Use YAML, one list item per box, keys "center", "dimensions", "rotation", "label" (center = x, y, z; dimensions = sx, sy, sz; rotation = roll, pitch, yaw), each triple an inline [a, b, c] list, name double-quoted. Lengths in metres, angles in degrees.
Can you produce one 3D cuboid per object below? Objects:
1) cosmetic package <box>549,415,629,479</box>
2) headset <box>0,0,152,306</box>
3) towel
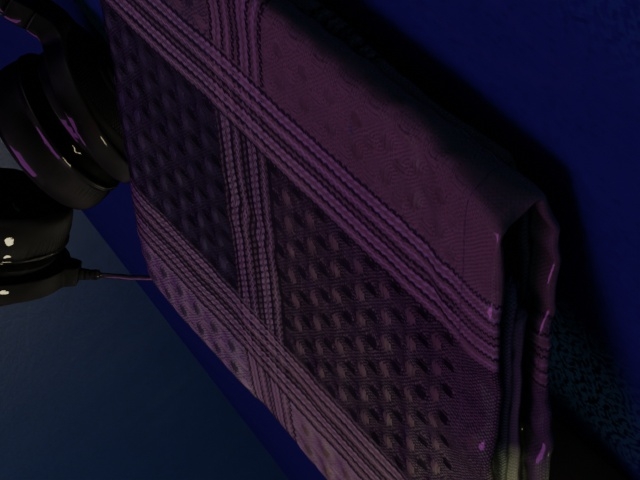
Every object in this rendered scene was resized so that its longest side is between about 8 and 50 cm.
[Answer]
- center: [0.129, 0.141, 0.780]
  dimensions: [0.115, 0.060, 0.041]
  rotation: [39, 163, 46]
  label: "cosmetic package"
- center: [-0.219, -0.054, 1.250]
  dimensions: [0.394, 0.243, 0.185]
  rotation: [35, -162, -9]
  label: "headset"
- center: [0.000, 0.000, 0.737]
  dimensions: [0.324, 0.056, 0.312]
  rotation: [46, 153, 35]
  label: "towel"
